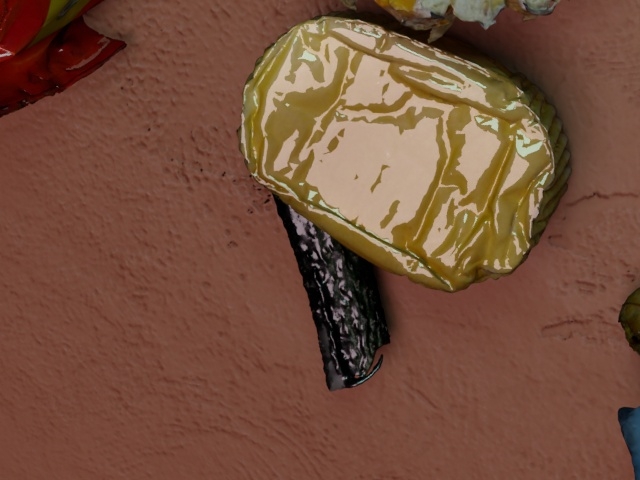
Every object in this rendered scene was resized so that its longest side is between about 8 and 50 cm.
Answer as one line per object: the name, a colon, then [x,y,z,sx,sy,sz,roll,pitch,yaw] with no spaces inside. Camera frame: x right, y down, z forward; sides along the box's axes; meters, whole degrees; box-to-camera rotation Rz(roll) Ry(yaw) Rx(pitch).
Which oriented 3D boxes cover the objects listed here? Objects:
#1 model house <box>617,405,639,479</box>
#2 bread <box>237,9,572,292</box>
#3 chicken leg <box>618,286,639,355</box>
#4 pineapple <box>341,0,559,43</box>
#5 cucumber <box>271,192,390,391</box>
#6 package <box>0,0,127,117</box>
model house: [0.369,0.205,1.150,0.303,0.237,0.215,-22,114,17]
bread: [0.065,-0.072,1.247,0.250,0.133,0.179,22,110,6]
chicken leg: [0.314,0.080,1.250,0.178,0.070,0.093,7,114,11]
pineapple: [0.095,-0.313,1.149,0.286,0.209,0.344,27,100,48]
cucumber: [0.003,0.000,1.355,0.067,0.067,0.245,-9,105,27]
package: [-0.224,-0.318,1.247,0.123,0.196,0.424,18,118,22]
